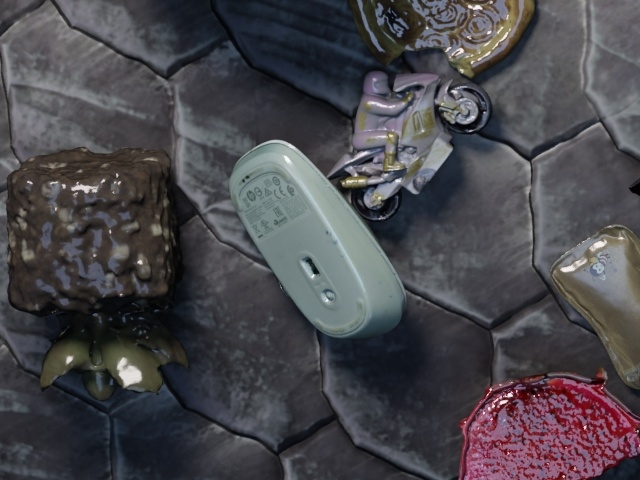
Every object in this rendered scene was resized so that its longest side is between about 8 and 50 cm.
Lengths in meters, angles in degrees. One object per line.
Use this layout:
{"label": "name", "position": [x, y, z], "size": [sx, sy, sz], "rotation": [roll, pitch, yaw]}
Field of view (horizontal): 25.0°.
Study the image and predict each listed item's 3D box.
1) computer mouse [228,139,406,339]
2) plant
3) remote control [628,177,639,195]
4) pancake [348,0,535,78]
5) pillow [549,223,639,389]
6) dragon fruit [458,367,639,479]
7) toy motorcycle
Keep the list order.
{"label": "computer mouse", "position": [0.004, -0.002, 1.836], "size": [0.159, 0.097, 0.288], "rotation": [-29, 94, 51]}
{"label": "plant", "position": [-0.278, 0.045, 1.825], "size": [0.215, 0.213, 0.312], "rotation": [-5, 107, 3]}
{"label": "remote control", "position": [0.497, -0.128, 1.763], "size": [0.266, 0.090, 0.066], "rotation": [-39, 81, 15]}
{"label": "pancake", "position": [0.148, -0.306, 1.781], "size": [0.235, 0.029, 0.212], "rotation": [2, 104, 3]}
{"label": "pillow", "position": [0.400, 0.085, 1.859], "size": [0.130, 0.033, 0.217], "rotation": [-34, 99, 13]}
{"label": "dragon fruit", "position": [0.282, 0.241, 1.876], "size": [0.274, 0.126, 0.161], "rotation": [-24, 92, 2]}
{"label": "toy motorcycle", "position": [0.096, -0.138, 1.809], "size": [0.152, 0.073, 0.225], "rotation": [45, 105, -2]}
